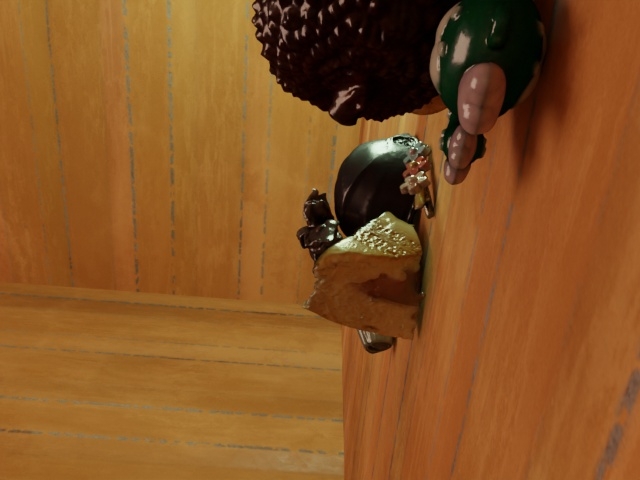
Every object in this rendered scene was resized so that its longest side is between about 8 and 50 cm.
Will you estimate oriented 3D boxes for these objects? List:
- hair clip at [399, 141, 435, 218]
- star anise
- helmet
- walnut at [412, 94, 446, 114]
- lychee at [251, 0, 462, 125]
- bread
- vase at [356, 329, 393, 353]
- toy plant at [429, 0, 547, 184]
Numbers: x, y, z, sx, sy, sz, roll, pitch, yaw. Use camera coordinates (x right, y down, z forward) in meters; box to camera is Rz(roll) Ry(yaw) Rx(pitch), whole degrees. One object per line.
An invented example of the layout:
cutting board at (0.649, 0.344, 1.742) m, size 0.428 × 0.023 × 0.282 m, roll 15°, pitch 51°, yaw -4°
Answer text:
hair clip at (0.180, -0.124, 1.334) m, size 0.056 × 0.062 × 0.214 m, roll 43°, pitch -148°, yaw -34°
star anise at (0.001, 0.003, 1.503) m, size 0.220 × 0.098 × 0.214 m, roll 74°, pitch -174°, yaw -56°
helmet at (0.117, -0.110, 1.568) m, size 0.305 × 0.177 × 0.225 m, roll -90°, pitch 2°, yaw -55°
walnut at (0.160, -0.278, 1.130) m, size 0.144 × 0.144 × 0.180 m, roll 96°, pitch 169°, yaw -55°
lychee at (0.060, -0.306, 0.925) m, size 0.306 × 0.305 × 0.331 m, roll 101°, pitch 177°, yaw -78°
bread at (0.083, 0.046, 1.370) m, size 0.211 × 0.223 × 0.184 m, roll -92°, pitch 13°, yaw -52°
vase at (0.123, 0.149, 1.723) m, size 0.128 × 0.128 × 0.248 m, roll 96°, pitch 169°, yaw -55°
toy plant at (0.172, -0.191, 0.743) m, size 0.243 × 0.112 × 0.233 m, roll 87°, pitch -163°, yaw -69°
